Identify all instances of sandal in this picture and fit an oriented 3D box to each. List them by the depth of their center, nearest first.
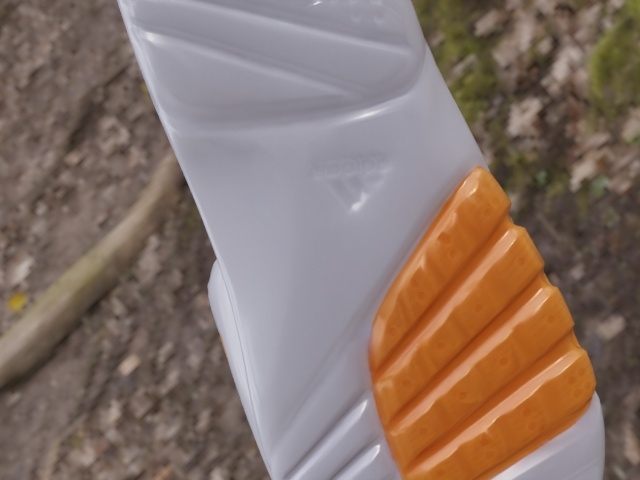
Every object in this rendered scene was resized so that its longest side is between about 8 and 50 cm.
[{"bbox_3d":[0.010,-0.004,0.500,0.102,0.265,0.076,-20,10,-5],"label":"sandal"}]
